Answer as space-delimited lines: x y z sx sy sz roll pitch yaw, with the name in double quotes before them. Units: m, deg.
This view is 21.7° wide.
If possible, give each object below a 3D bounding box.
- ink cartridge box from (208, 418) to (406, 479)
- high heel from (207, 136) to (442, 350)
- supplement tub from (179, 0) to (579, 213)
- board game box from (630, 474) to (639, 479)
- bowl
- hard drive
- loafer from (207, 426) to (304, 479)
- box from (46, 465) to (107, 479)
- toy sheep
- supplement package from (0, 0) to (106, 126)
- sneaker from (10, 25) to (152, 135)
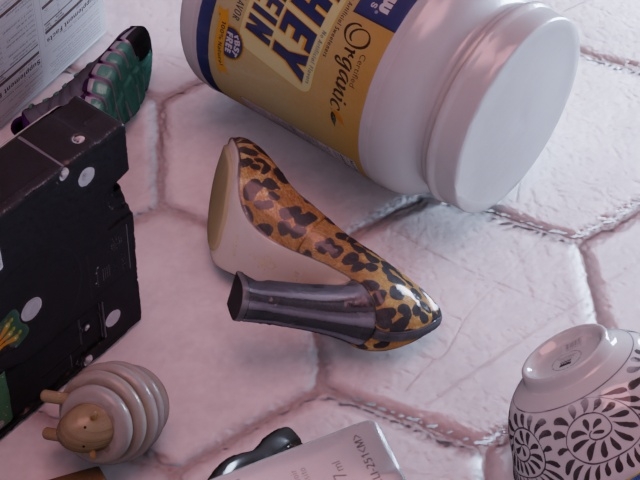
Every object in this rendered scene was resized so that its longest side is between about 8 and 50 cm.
"ink cartridge box" -0.065 0.239 1.099 0.238 0.275 0.060 -20 59 -13
"high heel" 0.000 0.000 1.480 0.186 0.093 0.261 9 36 -18
"supplement tub" 0.054 -0.181 1.533 0.316 0.228 0.228 31 53 25
"board game box" 0.307 0.211 1.286 0.194 0.060 0.194 30 53 23
"bowl" 0.207 0.117 1.295 0.170 0.080 0.170 -29 17 10
"hard drive" -0.278 0.068 1.282 0.064 0.237 0.339 30 54 25
"loafer" -0.040 0.199 1.228 0.078 0.080 0.220 31 23 11
"box" -0.212 0.236 1.215 0.164 0.021 0.201 -15 23 -17
"toy sheep" -0.165 0.135 1.328 0.091 0.091 0.132 22 24 18
"supplement package" -0.376 -0.250 1.641 0.261 0.145 0.204 25 51 20
"sneaker" -0.235 -0.131 1.579 0.098 0.083 0.224 10 48 15
